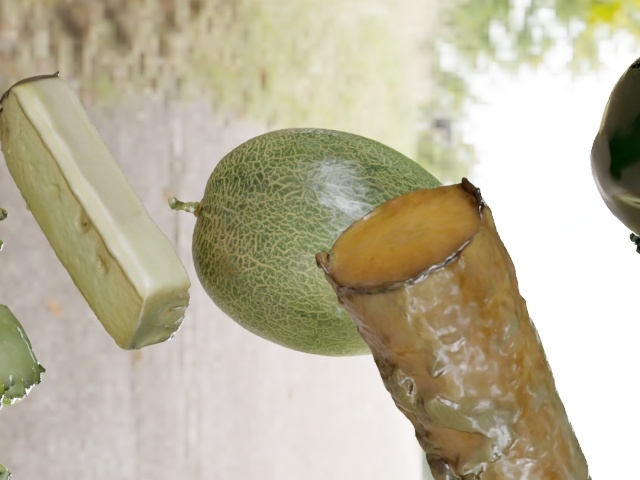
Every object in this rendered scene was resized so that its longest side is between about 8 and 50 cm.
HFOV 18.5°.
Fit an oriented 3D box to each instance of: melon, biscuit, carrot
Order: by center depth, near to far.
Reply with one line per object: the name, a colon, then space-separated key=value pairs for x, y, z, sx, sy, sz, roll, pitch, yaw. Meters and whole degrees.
carrot: x=0.098 y=0.094 z=1.075 sx=0.263 sy=0.102 sz=0.102 roll=60 pitch=9 yaw=-23
biscuit: x=-0.138 y=-0.021 z=1.187 sx=0.188 sy=0.052 sz=0.056 roll=56 pitch=-43 yaw=27
melon: x=0.000 y=0.000 z=1.194 sx=0.139 sy=0.192 sz=0.139 roll=14 pitch=90 yaw=-89

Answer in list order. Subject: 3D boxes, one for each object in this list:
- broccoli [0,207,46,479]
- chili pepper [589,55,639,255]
broccoli: x=-0.328 y=0.098 z=1.229 sx=0.334 sy=0.324 sz=0.272 roll=-42 pitch=-167 yaw=39
chili pepper: x=0.252 y=-0.044 z=1.176 sx=0.165 sy=0.174 sz=0.261 roll=-52 pitch=171 yaw=-7
